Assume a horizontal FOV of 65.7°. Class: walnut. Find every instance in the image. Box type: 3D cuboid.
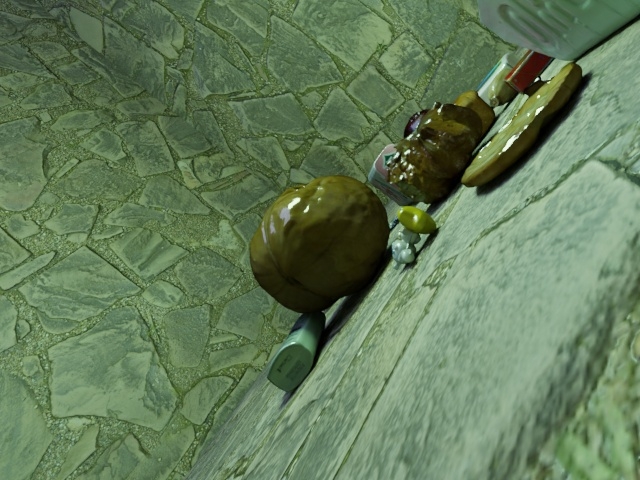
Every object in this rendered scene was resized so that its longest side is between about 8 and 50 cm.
[{"bbox_3d":[0.000,0.000,1.267,0.353,0.308,0.398,-27,8,27],"label":"walnut"}]

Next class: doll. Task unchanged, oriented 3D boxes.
[{"bbox_3d":[0.157,-0.001,0.875,0.135,0.071,0.113,96,-166,-76],"label":"doll"}]

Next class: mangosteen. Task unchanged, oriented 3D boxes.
[{"bbox_3d":[0.427,-0.414,1.943,0.210,0.209,0.210,-52,-2,-2],"label":"mangosteen"}]

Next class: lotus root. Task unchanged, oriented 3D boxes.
[{"bbox_3d":[0.456,-0.383,1.230,0.062,0.073,0.150,10,48,40],"label":"lotus root"}]

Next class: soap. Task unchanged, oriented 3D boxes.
[{"bbox_3d":[0.350,-0.382,0.711,0.115,0.208,0.347,-52,-1,7],"label":"soap"}]

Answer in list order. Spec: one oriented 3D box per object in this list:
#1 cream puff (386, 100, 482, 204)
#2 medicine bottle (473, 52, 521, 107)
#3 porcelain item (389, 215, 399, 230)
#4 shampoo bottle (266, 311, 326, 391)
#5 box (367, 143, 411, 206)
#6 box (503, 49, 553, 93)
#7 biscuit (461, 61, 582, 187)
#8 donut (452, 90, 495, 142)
[{"bbox_3d":[0.249,-0.182,1.101,0.241,0.154,0.269,-57,8,-35],"label":"cream puff"},{"bbox_3d":[0.515,-0.453,1.499,0.115,0.078,0.219,-53,0,-44],"label":"medicine bottle"},{"bbox_3d":[0.235,-0.045,1.667,0.075,0.021,0.136,-51,-2,-25],"label":"porcelain item"},{"bbox_3d":[-0.052,0.254,1.190,0.134,0.078,0.359,-56,-2,7],"label":"shampoo bottle"},{"bbox_3d":[0.263,-0.211,1.672,0.112,0.190,0.369,-51,0,3],"label":"box"},{"bbox_3d":[0.487,-0.411,1.097,0.175,0.048,0.112,-52,0,25],"label":"box"},{"bbox_3d":[0.280,-0.153,0.722,0.203,0.041,0.260,-55,-2,-10],"label":"biscuit"},{"bbox_3d":[0.344,-0.274,1.276,0.227,0.113,0.226,-51,-2,-2],"label":"donut"}]
